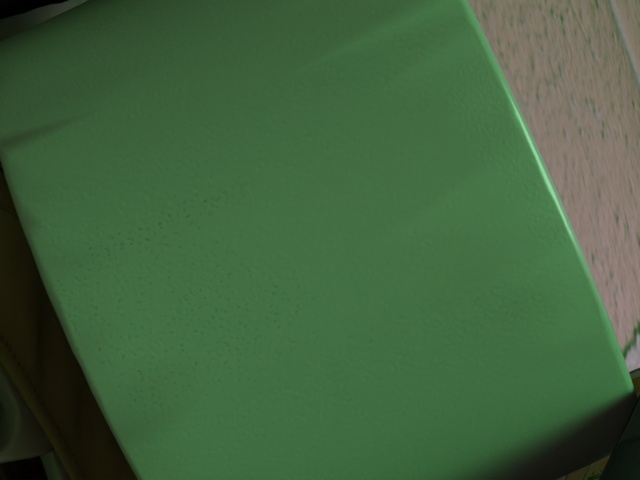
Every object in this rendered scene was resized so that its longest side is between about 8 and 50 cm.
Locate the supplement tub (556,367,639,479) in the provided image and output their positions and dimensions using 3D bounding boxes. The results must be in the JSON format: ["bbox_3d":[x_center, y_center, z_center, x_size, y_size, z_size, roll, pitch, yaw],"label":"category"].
[{"bbox_3d":[0.213,0.197,1.023,0.228,0.228,0.316,68,23,-9],"label":"supplement tub"}]

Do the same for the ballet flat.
[{"bbox_3d":[-0.107,0.084,0.677,0.073,0.080,0.232,-30,100,-35],"label":"ballet flat"}]

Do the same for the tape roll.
[{"bbox_3d":[0.000,0.000,0.712,0.246,0.169,0.246,-24,90,-87],"label":"tape roll"}]

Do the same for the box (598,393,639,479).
[{"bbox_3d":[0.093,0.292,0.642,0.395,0.097,0.318,-58,147,-29],"label":"box"}]

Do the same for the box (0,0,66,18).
[{"bbox_3d":[-0.054,-0.299,0.725,0.179,0.312,0.343,-31,101,-63],"label":"box"}]
